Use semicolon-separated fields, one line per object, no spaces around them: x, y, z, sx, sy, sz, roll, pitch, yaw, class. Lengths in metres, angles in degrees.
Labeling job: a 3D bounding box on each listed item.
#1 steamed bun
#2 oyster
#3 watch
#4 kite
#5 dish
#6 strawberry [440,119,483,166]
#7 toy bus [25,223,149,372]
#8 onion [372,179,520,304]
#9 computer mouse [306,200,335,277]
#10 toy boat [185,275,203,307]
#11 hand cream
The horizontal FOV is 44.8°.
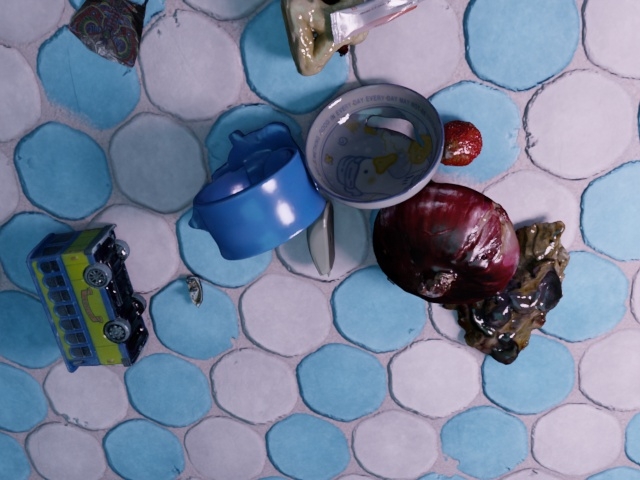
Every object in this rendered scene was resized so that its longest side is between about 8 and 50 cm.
0.012;-0.411;1.474;0.155;0.141;0.172;-14;117;-2;steamed bun
0.443;0.120;1.696;0.221;0.096;0.361;31;118;-16;oyster
-0.155;-0.076;1.568;0.305;0.274;0.241;-26;111;12;watch
-0.390;-0.489;1.539;0.152;0.015;0.285;30;115;-8;kite
0.115;-0.166;1.548;0.273;0.273;0.134;-8;154;11;dish
0.275;-0.192;1.561;0.106;0.106;0.106;3;116;6;strawberry
-0.523;0.135;1.782;0.190;0.152;0.312;-8;114;9;toy bus
0.249;0.024;1.580;0.314;0.232;0.314;15;150;9;onion
0.000;0.000;1.693;0.056;0.089;0.182;5;119;16;computer mouse
-0.293;0.120;1.811;0.038;0.038;0.083;-6;114;10;toy boat
0.111;-0.423;1.440;0.216;0.038;0.052;-25;100;-21;hand cream
